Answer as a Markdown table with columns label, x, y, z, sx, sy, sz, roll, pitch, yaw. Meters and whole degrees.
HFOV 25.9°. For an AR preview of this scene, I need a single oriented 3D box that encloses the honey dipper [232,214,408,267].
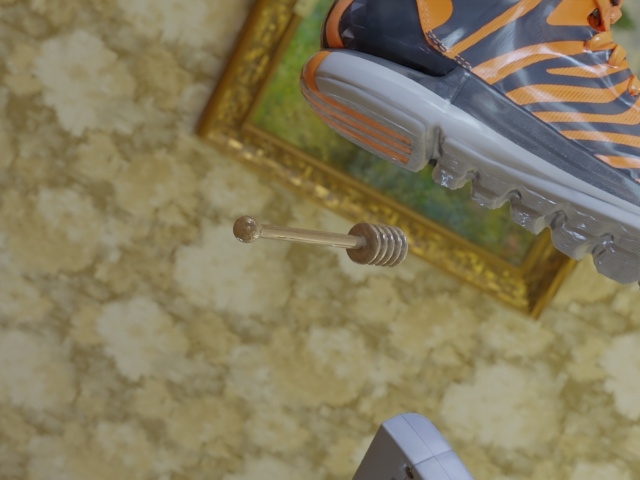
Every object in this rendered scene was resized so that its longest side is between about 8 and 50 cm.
| label | x | y | z | sx | sy | sz | roll | pitch | yaw |
| --- | --- | --- | --- | --- | --- | --- | --- | --- | --- |
| honey dipper | 0.000 | 0.000 | 0.931 | 0.160 | 0.030 | 0.030 | 5 | 121 | -50 |

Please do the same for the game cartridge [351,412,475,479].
| label | x | y | z | sx | sy | sz | roll | pitch | yaw |
| --- | --- | --- | --- | --- | --- | --- | --- | --- | --- |
| game cartridge | 0.037 | 0.092 | 0.387 | 0.017 | 0.083 | 0.056 | -19 | 153 | -21 |

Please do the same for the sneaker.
| label | x | y | z | sx | sy | sz | roll | pitch | yaw |
| --- | --- | --- | --- | --- | --- | --- | --- | --- | --- |
| sneaker | 0.164 | -0.088 | 0.768 | 0.180 | 0.321 | 0.124 | -61 | 179 | -10 |
